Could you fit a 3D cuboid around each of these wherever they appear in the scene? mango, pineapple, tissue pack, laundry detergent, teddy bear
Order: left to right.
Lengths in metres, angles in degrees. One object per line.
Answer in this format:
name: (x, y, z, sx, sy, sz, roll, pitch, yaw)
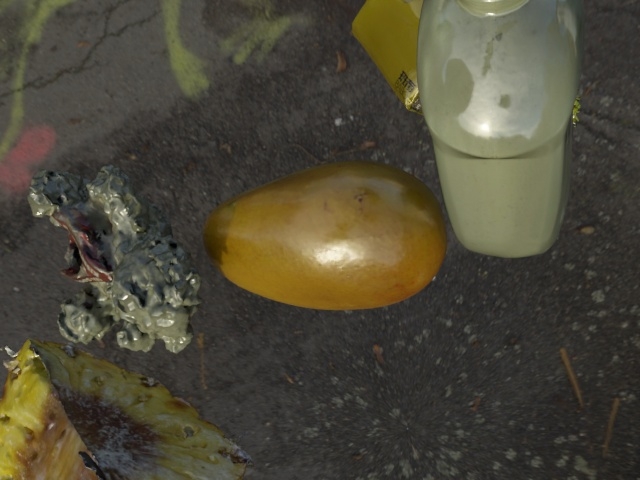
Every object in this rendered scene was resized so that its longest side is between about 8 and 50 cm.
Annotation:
pineapple: (-0.205, 0.294, 0.633, 0.344, 0.209, 0.286, 36, 101, 41)
teddy bear: (-0.347, 0.048, 1.164, 0.224, 0.367, 0.357, -17, 113, -33)
mango: (0.000, 0.000, 1.154, 0.446, 0.300, 0.232, -5, 59, 20)
tissue pack: (0.125, -0.258, 0.842, 0.120, 0.082, 0.169, -50, 54, 34)
laundry detergent: (0.119, -0.101, 0.425, 0.091, 0.253, 0.181, 3, 68, 20)

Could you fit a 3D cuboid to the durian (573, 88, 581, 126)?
durian: (0.289, -0.177, 0.998, 0.095, 0.221, 0.137, -29, 93, -28)
